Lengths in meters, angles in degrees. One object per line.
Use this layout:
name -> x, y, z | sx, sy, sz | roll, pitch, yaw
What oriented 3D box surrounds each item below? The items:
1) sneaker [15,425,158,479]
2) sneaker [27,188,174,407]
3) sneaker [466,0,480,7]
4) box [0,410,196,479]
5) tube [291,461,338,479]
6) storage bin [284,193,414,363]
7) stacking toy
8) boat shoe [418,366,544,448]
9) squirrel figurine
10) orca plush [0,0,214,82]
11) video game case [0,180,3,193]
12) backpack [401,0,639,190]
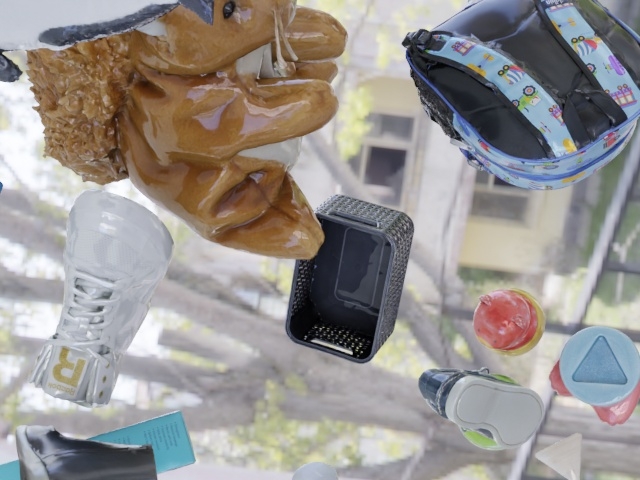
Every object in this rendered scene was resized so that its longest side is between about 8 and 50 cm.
sneaker -> -0.227, 0.225, 1.147 | 0.222, 0.118, 0.083 | -164, 69, -69
sneaker -> -0.225, 0.078, 1.197 | 0.292, 0.108, 0.169 | 105, -177, -63
sneaker -> 0.259, -0.300, 1.599 | 0.190, 0.071, 0.083 | 6, 63, 58
box -> -0.260, 0.248, 1.292 | 0.100, 0.244, 0.060 | 121, 132, -78
tube -> 0.007, 0.396, 1.588 | 0.062, 0.070, 0.240 | -42, -39, -35
storage bin -> 0.036, 0.047, 1.479 | 0.084, 0.122, 0.180 | -44, -33, -61
stacking toy -> 0.363, 0.236, 1.976 | 0.280, 0.309, 0.130 | -66, -20, -4
boat shoe -> 0.220, 0.224, 1.618 | 0.254, 0.079, 0.095 | 19, -84, -50
squirrel figurine -> -0.170, -0.197, 1.292 | 0.370, 0.396, 0.281 | 75, -155, -62
orca plush -> -0.195, -0.208, 0.847 | 0.151, 0.287, 0.102 | 66, -152, -28
video game case -> -0.429, 0.001, 1.308 | 0.015, 0.166, 0.119 | 54, -157, -36
backpack -> 0.170, -0.111, 0.910 | 0.173, 0.158, 0.117 | 54, 173, 38
